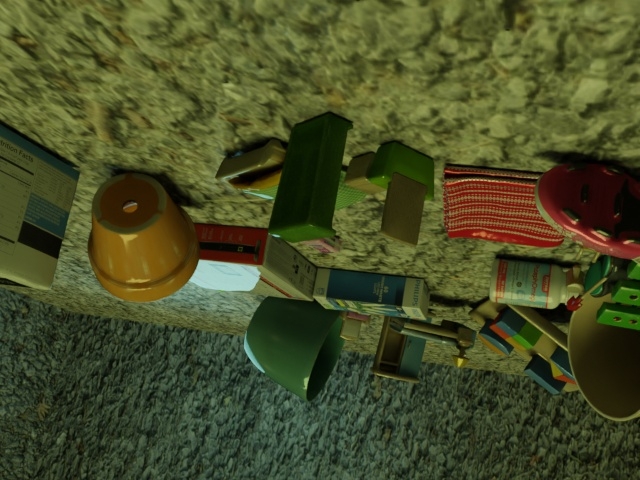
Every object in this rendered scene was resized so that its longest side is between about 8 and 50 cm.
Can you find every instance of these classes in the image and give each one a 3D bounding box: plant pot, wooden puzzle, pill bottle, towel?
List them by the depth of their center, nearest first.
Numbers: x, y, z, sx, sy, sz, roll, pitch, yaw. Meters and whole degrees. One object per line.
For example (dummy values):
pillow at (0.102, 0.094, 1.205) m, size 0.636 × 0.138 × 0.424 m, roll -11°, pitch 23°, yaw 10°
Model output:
towel at (0.282, -0.044, 1.158) m, size 0.198 × 0.031 × 0.275 m, roll 6°, pitch 165°, yaw 12°
plant pot at (-0.330, -0.019, 1.391) m, size 0.205 × 0.205 × 0.188 m, roll 9°, pitch 150°, yaw 4°
pill bottle at (0.405, 0.083, 1.456) m, size 0.160 × 0.087 × 0.087 m, roll 5°, pitch 165°, yaw 17°
plant pot at (0.685, 0.213, 1.527) m, size 0.273 × 0.257 × 0.256 m, roll -2°, pitch 170°, yaw -18°
wooden puzzle at (0.510, 0.262, 1.834) m, size 0.322 × 0.080 × 0.348 m, roll 38°, pitch 169°, yaw 6°
plant pot at (-0.077, 0.285, 2.226) m, size 0.235 × 0.293 × 0.293 m, roll 22°, pitch 169°, yaw 16°

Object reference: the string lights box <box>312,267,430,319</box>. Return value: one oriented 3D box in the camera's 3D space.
string lights box at (0.126, 0.129, 1.854) m, size 0.259 × 0.077 × 0.133 m, roll 5°, pitch 164°, yaw 17°

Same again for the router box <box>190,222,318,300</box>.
router box at (-0.198, 0.050, 1.756) m, size 0.301 × 0.082 × 0.335 m, roll 5°, pitch 165°, yaw 19°

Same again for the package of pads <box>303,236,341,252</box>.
package of pads at (0.000, 0.000, 1.525) m, size 0.050 × 0.032 × 0.083 m, roll 4°, pitch 165°, yaw 34°

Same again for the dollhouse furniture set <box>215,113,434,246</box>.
dollhouse furniture set at (-0.011, -0.047, 1.099) m, size 0.197 × 0.151 × 0.301 m, roll 19°, pitch 164°, yaw -33°

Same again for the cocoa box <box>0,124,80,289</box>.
cocoa box at (-0.638, -0.063, 1.317) m, size 0.347 × 0.228 × 0.231 m, roll 4°, pitch 164°, yaw 23°

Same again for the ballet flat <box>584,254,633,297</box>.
ballet flat at (0.510, 0.058, 1.327) m, size 0.074 × 0.074 × 0.203 m, roll 8°, pitch 164°, yaw 9°

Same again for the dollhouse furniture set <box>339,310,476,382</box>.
dollhouse furniture set at (0.210, 0.281, 1.999) m, size 0.286 × 0.198 × 0.303 m, roll 13°, pitch -179°, yaw -12°

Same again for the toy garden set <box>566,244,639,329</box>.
toy garden set at (0.479, 0.047, 1.202) m, size 0.203 × 0.049 × 0.244 m, roll 10°, pitch 143°, yaw 3°

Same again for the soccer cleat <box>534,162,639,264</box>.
soccer cleat at (0.417, -0.011, 1.003) m, size 0.331 × 0.116 × 0.143 m, roll 11°, pitch 160°, yaw -9°
